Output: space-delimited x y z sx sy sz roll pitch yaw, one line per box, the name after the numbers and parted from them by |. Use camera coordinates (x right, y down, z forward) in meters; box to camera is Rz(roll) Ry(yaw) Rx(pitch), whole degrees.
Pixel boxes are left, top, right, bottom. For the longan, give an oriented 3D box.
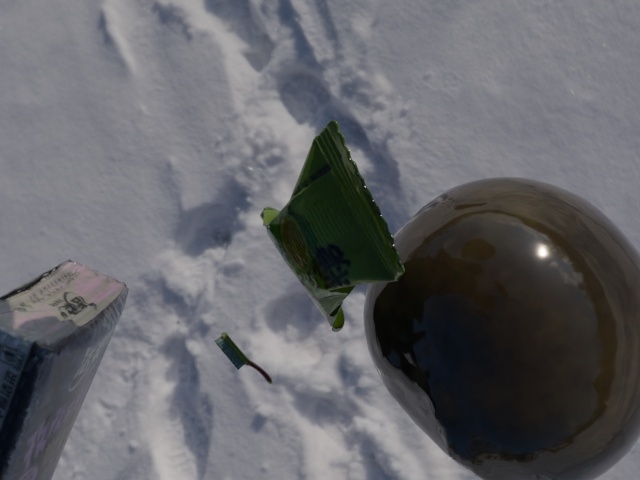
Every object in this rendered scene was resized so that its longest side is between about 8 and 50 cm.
0.199 0.094 0.794 0.319 0.319 0.318 -5 81 29 | longan

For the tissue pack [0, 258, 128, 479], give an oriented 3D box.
-0.362 0.220 0.911 0.122 0.259 0.361 23 104 -2 | tissue pack

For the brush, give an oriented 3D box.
-0.085 0.137 0.855 0.021 0.083 0.019 -45 19 -8 | brush

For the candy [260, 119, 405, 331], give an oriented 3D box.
0.000 0.000 0.689 0.149 0.069 0.246 60 154 9 | candy
